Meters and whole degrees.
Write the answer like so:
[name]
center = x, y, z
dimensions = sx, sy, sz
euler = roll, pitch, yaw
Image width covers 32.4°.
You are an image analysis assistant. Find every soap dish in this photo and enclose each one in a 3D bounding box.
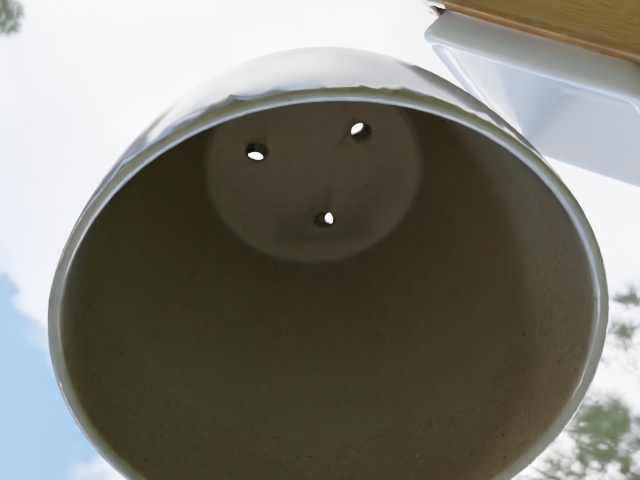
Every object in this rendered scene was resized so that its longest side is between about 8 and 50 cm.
[soap dish]
center = 0.239, -0.150, 0.970
dimensions = 0.291, 0.229, 0.118
euler = 30, -95, -58

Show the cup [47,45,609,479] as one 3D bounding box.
[cup]
center = 0.000, 0.000, 0.746
dimensions = 0.331, 0.331, 0.237
euler = 19, -150, -15
